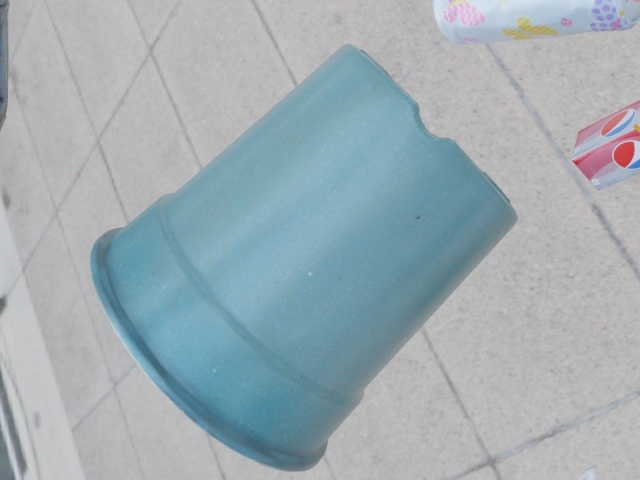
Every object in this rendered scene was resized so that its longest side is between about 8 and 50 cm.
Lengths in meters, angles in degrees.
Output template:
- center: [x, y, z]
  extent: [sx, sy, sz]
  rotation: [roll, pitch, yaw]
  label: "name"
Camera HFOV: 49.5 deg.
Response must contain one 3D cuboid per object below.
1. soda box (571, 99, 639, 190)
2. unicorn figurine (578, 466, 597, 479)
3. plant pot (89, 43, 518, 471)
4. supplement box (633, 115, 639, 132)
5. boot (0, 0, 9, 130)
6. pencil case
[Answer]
- center: [0.551, -0.184, 1.135]
  extent: [0.083, 0.092, 0.263]
  rotation: [43, 138, -16]
  label: "soda box"
- center: [0.053, 0.146, 0.237]
  extent: [0.060, 0.111, 0.162]
  rotation: [34, 124, 30]
  label: "unicorn figurine"
- center: [0.000, 0.000, 0.737]
  extent: [0.334, 0.341, 0.341]
  rotation: [-44, 60, 11]
  label: "plant pot"
- center: [0.392, -0.147, 0.747]
  extent: [0.062, 0.036, 0.098]
  rotation: [-104, 31, -53]
  label: "supplement box"
- center: [-0.253, -0.048, 0.380]
  extent: [0.123, 0.095, 0.258]
  rotation: [31, 120, 1]
  label: "boot"
- center: [0.288, -0.332, 0.925]
  extent: [0.273, 0.113, 0.124]
  rotation: [9, 82, 38]
  label: "pencil case"
